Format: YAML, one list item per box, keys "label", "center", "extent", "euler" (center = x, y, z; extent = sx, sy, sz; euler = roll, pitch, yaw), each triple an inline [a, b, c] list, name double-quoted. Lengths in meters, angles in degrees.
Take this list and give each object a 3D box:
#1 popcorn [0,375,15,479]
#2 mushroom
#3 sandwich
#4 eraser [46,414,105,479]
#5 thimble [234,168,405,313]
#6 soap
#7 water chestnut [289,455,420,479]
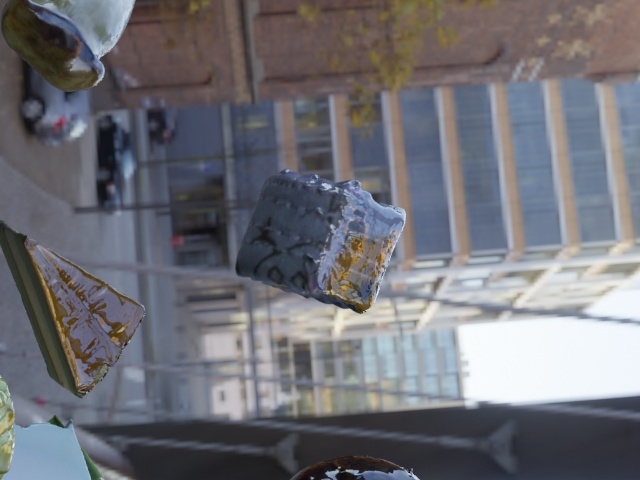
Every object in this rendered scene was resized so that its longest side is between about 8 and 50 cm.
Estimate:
- label: "popcorn"
  center: [-0.284, 0.134, 0.846]
  extent: [0.135, 0.142, 0.162]
  euler: [-36, -136, 48]
- label: "mushroom"
  center: [-0.222, -0.264, 1.149]
  extent: [0.107, 0.087, 0.333]
  euler: [47, 28, -32]
- label: "sandwich"
  center: [-0.274, 0.070, 1.194]
  extent: [0.079, 0.163, 0.113]
  euler: [21, -104, 50]
- label: "eraser"
  center: [-0.353, 0.336, 1.329]
  extent: [0.092, 0.274, 0.210]
  euler: [55, -13, -29]
- label: "thimble"
  center: [-0.003, -0.001, 1.171]
  extent: [0.127, 0.151, 0.117]
  euler: [25, 82, -46]
- label: "soap"
  center: [-0.316, 0.259, 1.089]
  extent: [0.230, 0.145, 0.091]
  euler: [-45, -126, 30]
- label: "water chestnut"
  center: [0.050, 0.377, 1.533]
  extent: [0.238, 0.224, 0.223]
  euler: [122, -30, -49]
